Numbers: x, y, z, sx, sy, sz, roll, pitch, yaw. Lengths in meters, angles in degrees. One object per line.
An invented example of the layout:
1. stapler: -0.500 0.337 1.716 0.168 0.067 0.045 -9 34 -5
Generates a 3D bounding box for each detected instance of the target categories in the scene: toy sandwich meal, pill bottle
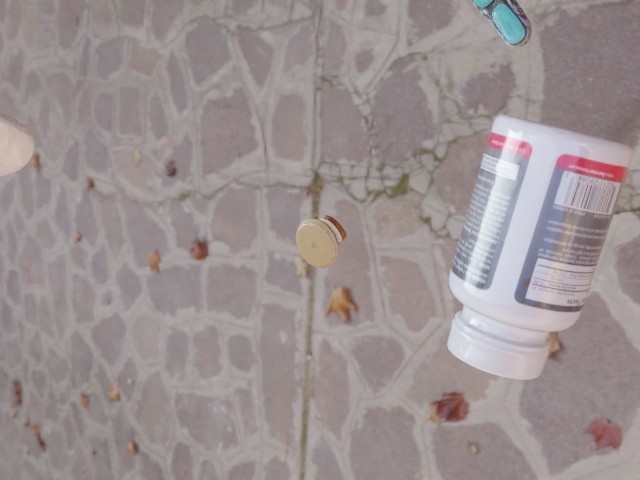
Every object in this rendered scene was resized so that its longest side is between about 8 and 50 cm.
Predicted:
1. toy sandwich meal: 0.000 0.000 1.119 0.086 0.029 0.085 17 119 34
2. pill bottle: 0.269 0.010 0.984 0.176 0.176 0.318 27 108 45

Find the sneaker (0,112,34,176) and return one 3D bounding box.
1. sneaker: -0.358 -0.115 0.653 0.080 0.212 0.094 -61 34 34

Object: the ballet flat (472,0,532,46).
1. ballet flat: 0.196 -0.260 0.835 0.041 0.041 0.114 -39 74 44
